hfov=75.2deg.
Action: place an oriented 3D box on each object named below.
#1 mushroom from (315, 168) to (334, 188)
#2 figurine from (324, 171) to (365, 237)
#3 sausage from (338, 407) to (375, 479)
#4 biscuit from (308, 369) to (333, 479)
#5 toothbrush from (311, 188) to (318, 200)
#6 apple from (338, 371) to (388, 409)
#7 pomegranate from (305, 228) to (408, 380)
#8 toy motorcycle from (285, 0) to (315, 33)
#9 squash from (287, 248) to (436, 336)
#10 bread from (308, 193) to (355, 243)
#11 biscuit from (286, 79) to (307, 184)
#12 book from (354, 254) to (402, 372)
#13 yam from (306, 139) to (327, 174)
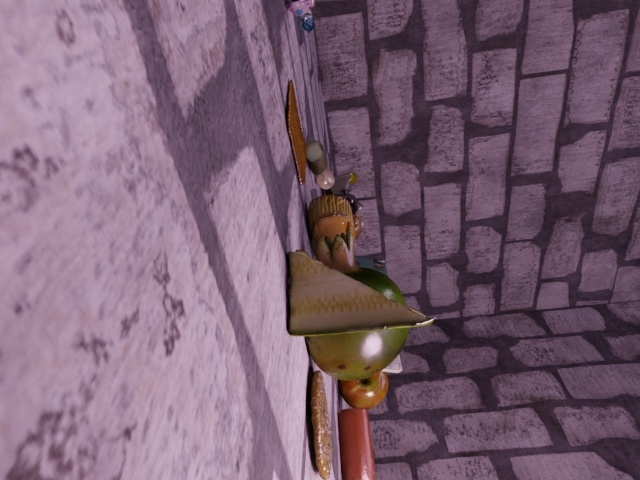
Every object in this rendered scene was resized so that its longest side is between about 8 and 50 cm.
[{"bbox_3d":[0.015,-0.232,1.573,0.067,0.083,0.084,-36,-138,42],"label":"mushroom"},{"bbox_3d":[0.103,-0.135,1.859,0.342,0.166,0.285,76,5,-80],"label":"figurine"},{"bbox_3d":[0.118,0.684,1.350,0.114,0.113,0.259,75,9,-58],"label":"sausage"},{"bbox_3d":[0.002,0.388,0.885,0.220,0.033,0.220,-7,90,-87],"label":"biscuit"},{"bbox_3d":[0.000,0.000,1.380,0.030,0.025,0.343,-51,133,-86],"label":"toothbrush"},{"bbox_3d":[0.159,0.538,1.571,0.196,0.195,0.196,-6,90,-85],"label":"apple"},{"bbox_3d":[0.095,0.149,0.996,0.309,0.215,0.359,-11,92,-70],"label":"pomegranate"},{"bbox_3d":[-0.058,-0.739,1.253,0.239,0.108,0.204,-58,144,-40],"label":"toy motorcycle"},{"bbox_3d":[0.069,0.095,0.767,0.093,0.251,0.170,77,8,-60],"label":"squash"},{"bbox_3d":[0.033,-0.047,1.210,0.191,0.132,0.114,80,4,-55],"label":"bread"},{"bbox_3d":[-0.062,-0.278,1.114,0.237,0.013,0.232,-90,172,-45],"label":"biscuit"},{"bbox_3d":[0.116,0.212,1.296,0.031,0.263,0.380,-47,-141,49],"label":"book"},{"bbox_3d":[-0.010,-0.265,1.347,0.146,0.069,0.070,59,25,-75],"label":"yam"}]
